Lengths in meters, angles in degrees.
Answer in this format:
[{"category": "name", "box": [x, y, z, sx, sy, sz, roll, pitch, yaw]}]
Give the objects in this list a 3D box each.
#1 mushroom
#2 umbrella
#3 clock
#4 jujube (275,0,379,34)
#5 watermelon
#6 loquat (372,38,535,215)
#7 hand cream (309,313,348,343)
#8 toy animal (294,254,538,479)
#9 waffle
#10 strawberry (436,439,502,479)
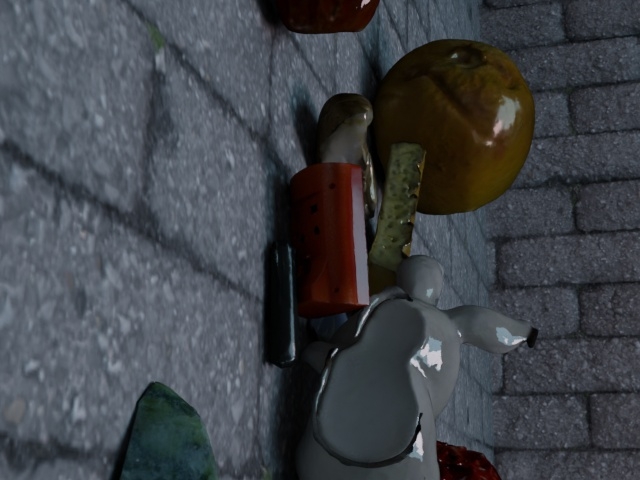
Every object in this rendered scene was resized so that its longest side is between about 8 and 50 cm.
[{"category": "mushroom", "box": [0.031, -0.106, 1.112, 0.210, 0.072, 0.094, 81, 9, -57]}, {"category": "umbrella", "box": [-0.038, 0.065, 0.918, 0.036, 0.031, 0.133, 142, -51, -68]}, {"category": "clock", "box": [0.000, 0.000, 0.960, 0.113, 0.061, 0.155, -24, -116, 60]}, {"category": "jujube", "box": [0.018, -0.349, 0.961, 0.190, 0.190, 0.255, -35, 128, -71]}, {"category": "watermelon", "box": [-0.107, 0.189, 0.632, 0.094, 0.081, 0.180, 118, -20, -72]}, {"category": "loquat", "box": [0.216, -0.176, 1.446, 0.276, 0.276, 0.284, -72, 156, -51]}, {"category": "hand cream", "box": [0.035, 0.178, 1.120, 0.256, 0.055, 0.088, 69, 28, -27]}, {"category": "toy animal", "box": [0.089, 0.155, 0.986, 0.325, 0.208, 0.154, -43, 155, -22]}, {"category": "waffle", "box": [0.097, 0.021, 1.244, 0.221, 0.055, 0.248, 94, 6, -48]}, {"category": "strawberry", "box": [0.106, 0.352, 1.044, 0.220, 0.274, 0.274, 29, 49, -25]}]
